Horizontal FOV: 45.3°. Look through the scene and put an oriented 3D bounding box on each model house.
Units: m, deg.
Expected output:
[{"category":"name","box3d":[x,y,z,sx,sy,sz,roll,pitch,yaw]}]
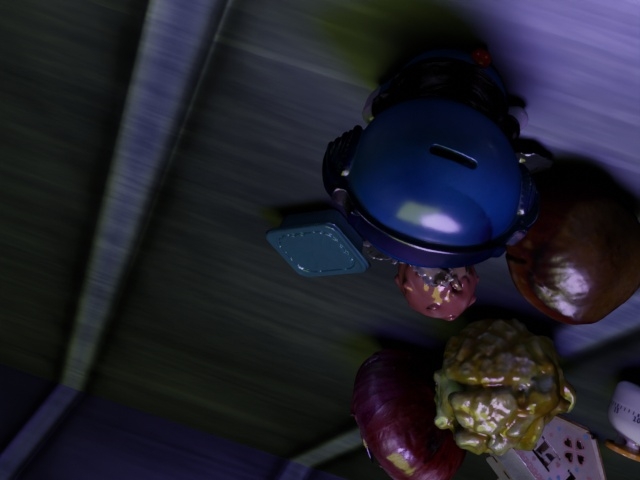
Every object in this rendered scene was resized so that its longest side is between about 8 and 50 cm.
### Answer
[{"category":"model house","box3d":[0.588,0.565,1.990,0.326,0.244,0.169,52,149,10]}]

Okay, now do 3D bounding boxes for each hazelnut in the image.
[{"category":"hazelnut","box3d":[0.384,0.009,1.201,0.229,0.229,0.229,14,150,8]}]

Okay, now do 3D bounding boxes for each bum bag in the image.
[{"category":"bum bag","box3d":[0.277,-0.099,1.219,0.087,0.049,0.198,5,157,-25]}]

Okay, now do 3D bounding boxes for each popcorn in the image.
[{"category":"popcorn","box3d":[0.368,0.301,1.600,0.274,0.335,0.279,-15,99,24]}]

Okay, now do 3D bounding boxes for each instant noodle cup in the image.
[{"category":"instant noodle cup","box3d":[0.000,0.000,1.514,0.179,0.070,0.157,-6,141,37]}]

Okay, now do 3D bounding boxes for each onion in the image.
[{"category":"onion","box3d":[0.241,0.401,1.809,0.347,0.347,0.285,36,120,-27]}]

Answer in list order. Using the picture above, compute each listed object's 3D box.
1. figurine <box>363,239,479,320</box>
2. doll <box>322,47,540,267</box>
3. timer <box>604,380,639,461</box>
[{"category":"figurine","box3d":[0.208,0.042,1.397,0.207,0.166,0.387,38,174,47]},{"category":"doll","box3d":[0.152,-0.102,1.020,0.284,0.310,0.240,19,148,0]},{"category":"timer","box3d":[0.734,0.359,1.610,0.233,0.240,0.233,22,-179,0]}]
